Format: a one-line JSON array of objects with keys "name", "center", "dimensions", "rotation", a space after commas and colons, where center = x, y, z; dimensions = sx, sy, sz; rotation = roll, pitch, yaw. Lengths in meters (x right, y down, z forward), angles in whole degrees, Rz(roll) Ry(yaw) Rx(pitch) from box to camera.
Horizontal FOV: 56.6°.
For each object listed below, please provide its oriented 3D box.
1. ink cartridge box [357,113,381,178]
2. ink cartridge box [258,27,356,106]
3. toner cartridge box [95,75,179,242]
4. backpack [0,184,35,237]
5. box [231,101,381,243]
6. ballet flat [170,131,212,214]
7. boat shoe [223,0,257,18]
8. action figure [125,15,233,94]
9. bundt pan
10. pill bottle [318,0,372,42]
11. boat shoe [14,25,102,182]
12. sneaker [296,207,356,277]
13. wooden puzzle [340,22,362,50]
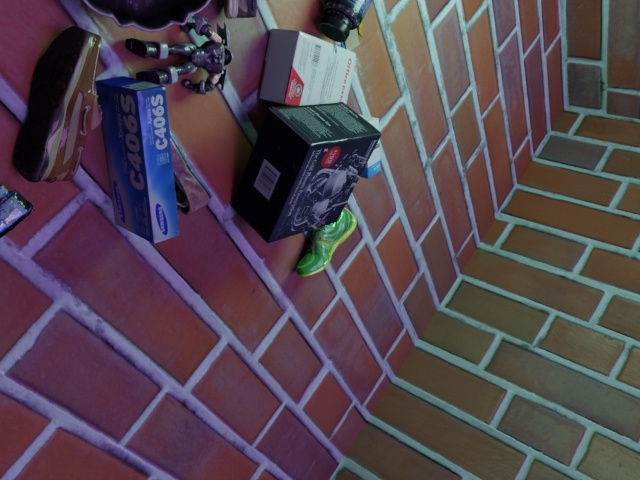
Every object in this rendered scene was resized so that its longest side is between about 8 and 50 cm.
[{"name": "ink cartridge box", "center": [0.123, -0.319, 1.983], "dimensions": [0.082, 0.139, 0.191], "rotation": [-32, 131, -38]}, {"name": "ink cartridge box", "center": [-0.033, -0.479, 1.723], "dimensions": [0.273, 0.114, 0.197], "rotation": [-2, 108, -52]}, {"name": "toner cartridge box", "center": [-0.412, -0.182, 1.347], "dimensions": [0.075, 0.165, 0.348], "rotation": [-25, 125, -42]}, {"name": "backpack", "center": [-0.643, -0.053, 1.171], "dimensions": [0.114, 0.105, 0.084], "rotation": [-50, 118, -23]}, {"name": "box", "center": [-0.041, -0.201, 1.704], "dimensions": [0.312, 0.179, 0.343], "rotation": [-20, 146, -47]}, {"name": "ballet flat", "center": [-0.371, -0.174, 1.460], "dimensions": [0.106, 0.107, 0.316], "rotation": [-41, 137, -13]}, {"name": "boat shoe", "center": [-0.172, -0.663, 1.403], "dimensions": [0.092, 0.103, 0.285], "rotation": [-4, 134, -22]}, {"name": "action figure", "center": [-0.311, -0.436, 1.412], "dimensions": [0.285, 0.099, 0.185], "rotation": [-25, 119, -48]}, {"name": "bundt pan", "center": [-0.362, -0.591, 1.179], "dimensions": [0.330, 0.124, 0.331], "rotation": [-11, 117, -23]}, {"name": "pill bottle", "center": [0.083, -0.704, 1.753], "dimensions": [0.123, 0.123, 0.219], "rotation": [36, 78, -53]}, {"name": "boat shoe", "center": [-0.518, -0.270, 1.219], "dimensions": [0.120, 0.122, 0.324], "rotation": [8, 109, -59]}, {"name": "sneaker", "center": [0.000, 0.000, 2.041], "dimensions": [0.123, 0.109, 0.295], "rotation": [47, 70, -27]}, {"name": "wooden puzzle", "center": [0.097, -0.648, 1.893], "dimensions": [0.116, 0.014, 0.079], "rotation": [-37, 129, -36]}]
